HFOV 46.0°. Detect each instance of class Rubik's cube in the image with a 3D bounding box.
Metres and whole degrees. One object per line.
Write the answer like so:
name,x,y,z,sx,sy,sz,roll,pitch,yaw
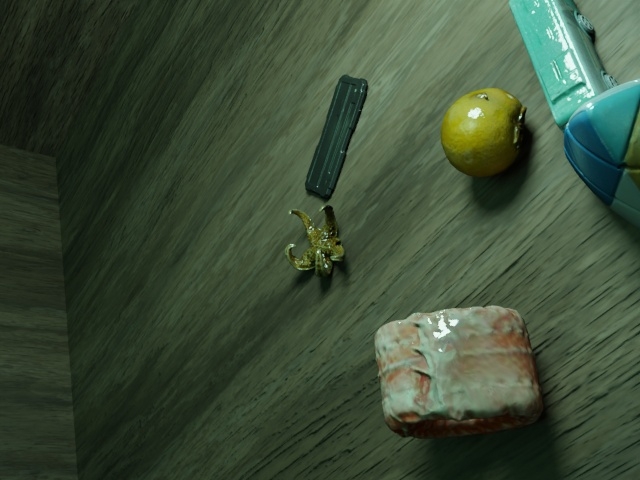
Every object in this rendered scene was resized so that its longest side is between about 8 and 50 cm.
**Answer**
Rubik's cube,0.415,-0.084,0.961,0.254,0.254,0.255,-21,63,49

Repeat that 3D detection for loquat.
loquat,0.255,-0.172,1.189,0.141,0.141,0.141,-21,63,49

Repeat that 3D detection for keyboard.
keyboard,0.033,-0.221,1.603,0.106,0.016,0.263,30,104,53

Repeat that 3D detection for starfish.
starfish,0.000,0.000,1.529,0.189,0.074,0.147,16,94,54

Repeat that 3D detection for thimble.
thimble,0.195,0.195,1.075,0.239,0.239,0.162,-28,58,46

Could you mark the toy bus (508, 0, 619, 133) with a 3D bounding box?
toy bus,0.358,-0.263,1.104,0.091,0.109,0.262,-35,54,35
